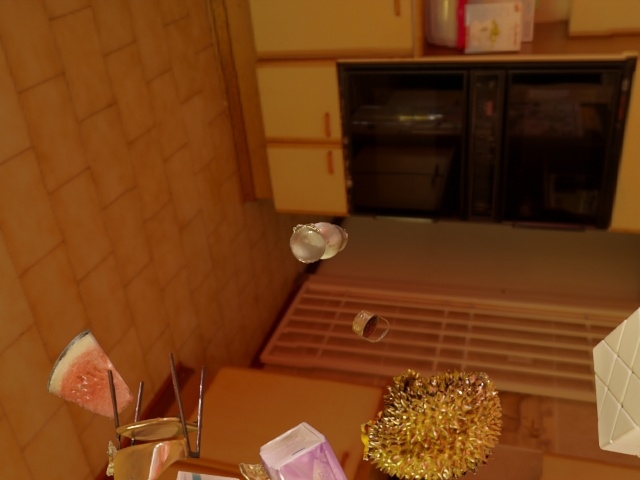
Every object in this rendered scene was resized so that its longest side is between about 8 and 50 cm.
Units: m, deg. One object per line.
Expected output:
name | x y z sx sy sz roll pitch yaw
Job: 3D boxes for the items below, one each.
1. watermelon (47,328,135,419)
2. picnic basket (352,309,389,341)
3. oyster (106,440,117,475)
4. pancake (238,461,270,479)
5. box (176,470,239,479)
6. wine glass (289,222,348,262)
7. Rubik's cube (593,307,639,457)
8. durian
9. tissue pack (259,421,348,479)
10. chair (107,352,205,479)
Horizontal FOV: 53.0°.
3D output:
watermelon | -0.526 0.354 1.507 0.148 0.226 0.318 -42 146 -24
picnic basket | 0.126 0.213 1.561 0.072 0.083 0.072 -29 131 -41
oyster | -0.548 0.575 1.705 0.100 0.037 0.098 -107 -159 -47
pancake | -0.165 0.723 2.113 0.020 0.184 0.190 -173 -76 -88
box | -0.308 0.794 1.824 0.343 0.200 0.065 -133 -121 -69
wine glass | 0.000 0.000 1.695 0.222 0.103 0.103 -11 105 -71
Rubik's cube | 0.958 0.401 1.732 0.318 0.316 0.321 94 4 -59
durian | 0.236 0.378 1.312 0.293 0.258 0.258 -3 100 -29
tissue pack | -0.001 0.636 1.539 0.338 0.160 0.242 64 -14 0
chair | -0.329 0.370 1.282 0.172 0.159 0.246 49 29 -62
